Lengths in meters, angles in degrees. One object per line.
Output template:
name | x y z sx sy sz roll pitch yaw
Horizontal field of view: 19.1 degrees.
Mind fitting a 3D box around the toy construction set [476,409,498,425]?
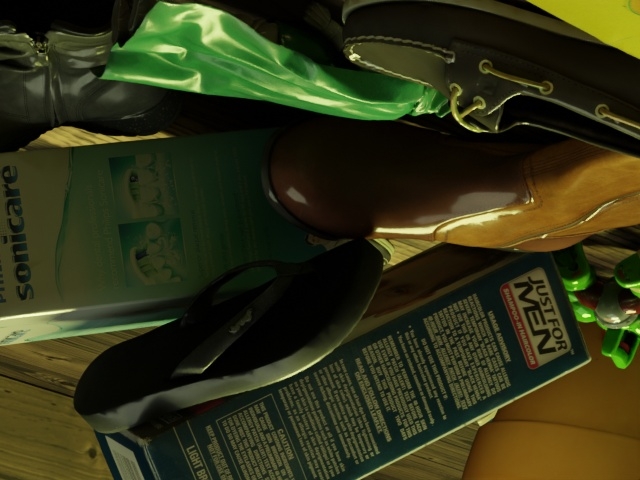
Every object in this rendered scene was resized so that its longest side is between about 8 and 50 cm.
toy construction set | 0.281 0.198 1.935 0.309 0.257 0.237 -10 148 12

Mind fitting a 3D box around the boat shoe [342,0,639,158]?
boat shoe | 0.116 -0.097 1.132 0.227 0.069 0.081 11 166 13

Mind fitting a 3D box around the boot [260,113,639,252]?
boot | 0.133 -0.039 1.271 0.264 0.096 0.280 19 166 -33

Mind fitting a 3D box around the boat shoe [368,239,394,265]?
boat shoe | 0.000 0.000 1.702 0.152 0.049 0.056 22 164 -32

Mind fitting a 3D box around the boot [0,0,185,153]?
boot | -0.229 -0.129 1.340 0.246 0.083 0.161 -7 157 18

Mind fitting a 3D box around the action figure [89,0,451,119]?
action figure | -0.016 -0.115 1.215 0.232 0.063 0.137 12 167 -22

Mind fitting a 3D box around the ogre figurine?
ogre figurine | 0.240 0.040 1.519 0.197 0.097 0.118 -3 149 21

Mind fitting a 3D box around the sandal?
sandal | -0.072 0.065 1.329 0.254 0.097 0.054 -26 122 18

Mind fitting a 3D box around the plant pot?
plant pot | 0.290 0.164 1.736 0.291 0.203 0.291 13 167 3

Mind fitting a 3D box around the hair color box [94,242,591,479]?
hair color box | 0.012 0.112 1.462 0.347 0.105 0.174 -24 -169 -18

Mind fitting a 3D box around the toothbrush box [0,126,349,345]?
toothbrush box | -0.139 0.000 1.465 0.295 0.126 0.216 -8 174 -17

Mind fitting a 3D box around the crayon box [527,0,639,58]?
crayon box | 0.115 -0.171 0.800 0.318 0.081 0.202 23 164 -31
